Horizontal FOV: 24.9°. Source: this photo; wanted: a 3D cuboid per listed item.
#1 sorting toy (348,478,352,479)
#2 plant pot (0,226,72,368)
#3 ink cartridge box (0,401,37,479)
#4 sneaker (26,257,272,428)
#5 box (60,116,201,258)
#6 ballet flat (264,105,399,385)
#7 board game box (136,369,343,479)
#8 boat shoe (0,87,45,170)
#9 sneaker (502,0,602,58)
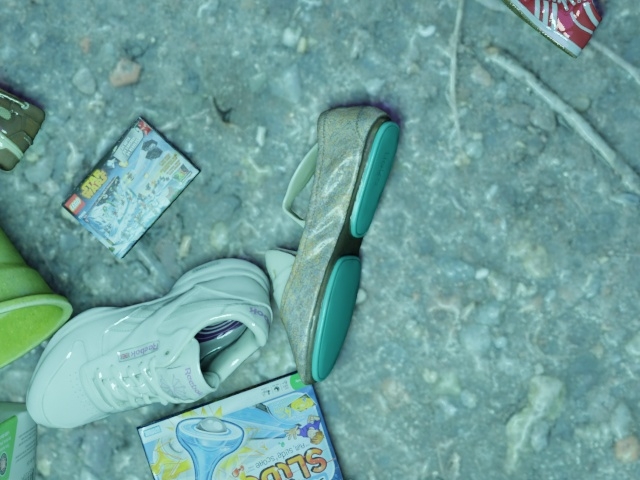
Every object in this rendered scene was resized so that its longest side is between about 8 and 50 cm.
[{"bbox_3d":[0.005,0.309,1.631,0.083,0.012,0.062,-21,118,-17],"label":"sorting toy"},{"bbox_3d":[-0.449,0.023,1.572,0.276,0.276,0.254,-29,79,4],"label":"plant pot"},{"bbox_3d":[-0.392,0.325,1.592,0.114,0.198,0.273,3,92,3],"label":"ink cartridge box"},{"bbox_3d":[-0.190,0.128,1.590,0.305,0.152,0.114,-29,120,5],"label":"sneaker"},{"bbox_3d":[-0.216,-0.060,1.651,0.094,0.027,0.137,43,94,-1],"label":"box"},{"bbox_3d":[0.000,0.000,1.616,0.106,0.107,0.316,16,88,23],"label":"ballet flat"},{"bbox_3d":[-0.090,0.241,1.628,0.201,0.035,0.136,-19,92,-11],"label":"board game box"},{"bbox_3d":[-0.423,-0.190,1.635,0.257,0.095,0.095,39,80,-5],"label":"boat shoe"},{"bbox_3d":[0.257,-0.263,1.606,0.118,0.042,0.067,37,98,-6],"label":"sneaker"}]
